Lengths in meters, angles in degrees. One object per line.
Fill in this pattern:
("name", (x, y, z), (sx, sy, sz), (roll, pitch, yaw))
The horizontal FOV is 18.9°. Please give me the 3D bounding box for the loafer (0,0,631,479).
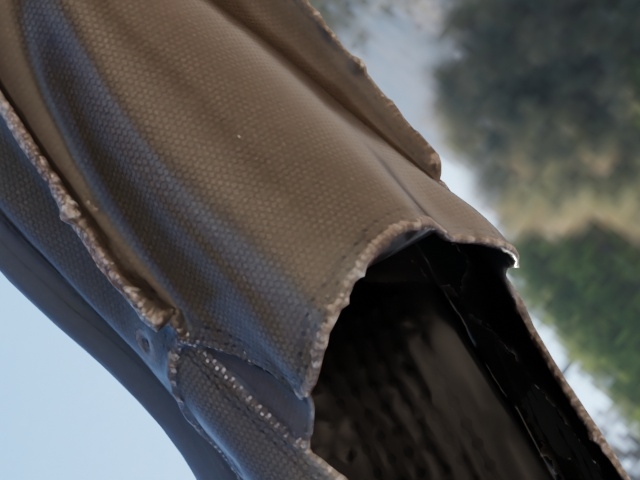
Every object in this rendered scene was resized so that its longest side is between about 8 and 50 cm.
("loafer", (0.000, 0.000, 0.581), (0.134, 0.130, 0.366), (-35, -92, -33))
